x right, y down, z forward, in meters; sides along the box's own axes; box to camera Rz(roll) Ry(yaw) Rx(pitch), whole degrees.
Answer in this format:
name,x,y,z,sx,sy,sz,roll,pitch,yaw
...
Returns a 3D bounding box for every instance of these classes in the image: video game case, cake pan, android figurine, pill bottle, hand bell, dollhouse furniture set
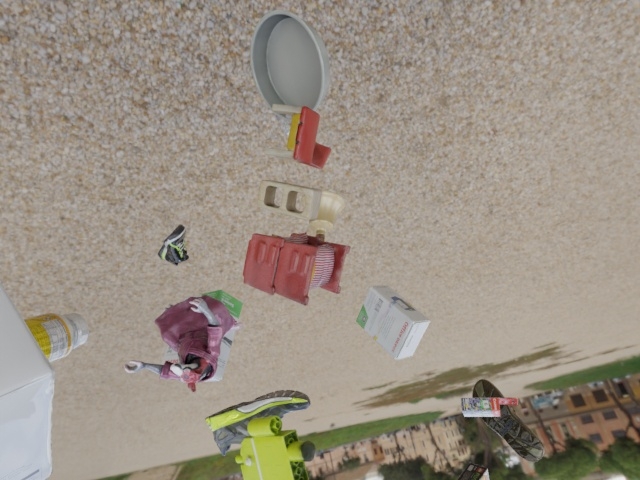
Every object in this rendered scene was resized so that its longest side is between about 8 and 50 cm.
name,x,y,z,sx,sy,sz,roll,pitch,yaw
video game case,-0.102,-0.410,1.320,0.087,0.122,0.011,-40,155,24
cake pan,-0.084,-0.487,1.164,0.054,0.293,0.293,-33,169,-37
android figurine,-0.106,0.536,0.959,0.273,0.248,0.056,-25,166,39
pill bottle,-0.645,0.230,0.937,0.118,0.117,0.208,-22,178,17
hand bell,0.000,0.000,1.106,0.126,0.241,0.126,3,155,2
dollhouse furniture set,-0.022,-0.071,0.870,0.152,0.373,0.201,15,-172,22

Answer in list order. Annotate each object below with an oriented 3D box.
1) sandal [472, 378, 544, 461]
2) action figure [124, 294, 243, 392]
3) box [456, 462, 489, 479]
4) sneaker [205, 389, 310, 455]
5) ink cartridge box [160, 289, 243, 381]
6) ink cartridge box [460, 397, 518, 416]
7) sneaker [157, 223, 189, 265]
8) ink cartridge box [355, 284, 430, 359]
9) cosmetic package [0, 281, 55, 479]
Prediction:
name,x,y,z,sx,sy,sz,roll,pitch,yaw
sandal,0.489,0.466,1.079,0.060,0.219,0.090,15,115,-49
action figure,-0.362,0.314,1.176,0.248,0.370,0.275,-36,120,-2
box,0.235,0.493,0.705,0.036,0.114,0.207,-5,-173,44
sneaker,-0.167,0.509,1.167,0.300,0.121,0.111,-19,170,4
ink cartridge box,-0.420,0.341,1.466,0.211,0.289,0.121,-16,138,31
ink cartridge box,0.368,0.362,0.895,0.115,0.029,0.063,-8,145,20
sneaker,-0.492,0.023,1.441,0.097,0.084,0.235,39,145,-10
ink cartridge box,0.238,0.270,1.383,0.093,0.212,0.154,4,115,-38
cosmetic package,-0.370,0.127,0.386,0.138,0.224,0.224,-22,149,-48
